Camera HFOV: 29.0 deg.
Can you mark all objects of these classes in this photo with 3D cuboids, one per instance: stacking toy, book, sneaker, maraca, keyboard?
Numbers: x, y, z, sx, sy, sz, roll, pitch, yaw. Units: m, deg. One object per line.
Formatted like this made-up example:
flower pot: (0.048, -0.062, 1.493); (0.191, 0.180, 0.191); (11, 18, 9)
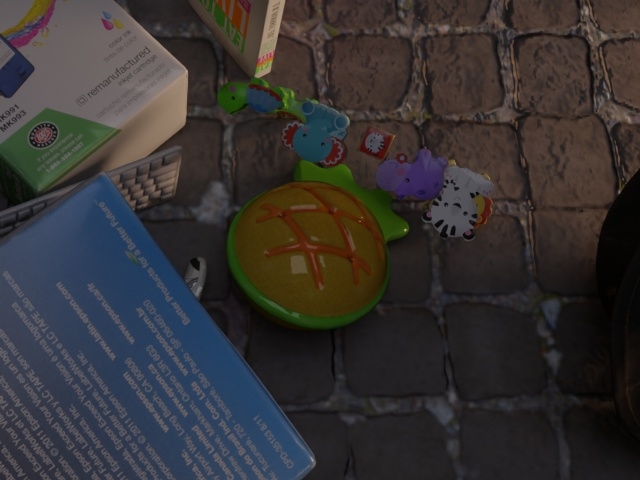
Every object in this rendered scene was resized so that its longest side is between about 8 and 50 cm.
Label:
stacking toy: (0.031, -0.064, 0.945); (0.221, 0.167, 0.052); (24, 96, 4)
book: (-0.065, -0.202, 0.991); (0.035, 0.144, 0.096); (-31, 76, -18)
sneaker: (-0.111, 0.048, 0.946); (0.037, 0.032, 0.083); (15, 67, -2)
maraca: (0.000, 0.000, 0.951); (0.127, 0.099, 0.186); (34, 42, 2)
keyboard: (-0.218, -0.008, 0.913); (0.256, 0.072, 0.014); (-24, 73, -24)

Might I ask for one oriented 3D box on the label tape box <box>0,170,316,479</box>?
label tape box: (-0.215, 0.156, 0.812); (0.347, 0.115, 0.249); (-37, 97, -18)

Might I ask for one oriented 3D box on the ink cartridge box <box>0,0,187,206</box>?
ink cartridge box: (-0.231, -0.137, 0.969); (0.154, 0.093, 0.212); (-41, 78, -20)

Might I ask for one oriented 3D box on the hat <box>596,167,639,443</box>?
hat: (0.305, 0.000, 0.947); (0.331, 0.331, 0.134); (-30, 35, -18)
